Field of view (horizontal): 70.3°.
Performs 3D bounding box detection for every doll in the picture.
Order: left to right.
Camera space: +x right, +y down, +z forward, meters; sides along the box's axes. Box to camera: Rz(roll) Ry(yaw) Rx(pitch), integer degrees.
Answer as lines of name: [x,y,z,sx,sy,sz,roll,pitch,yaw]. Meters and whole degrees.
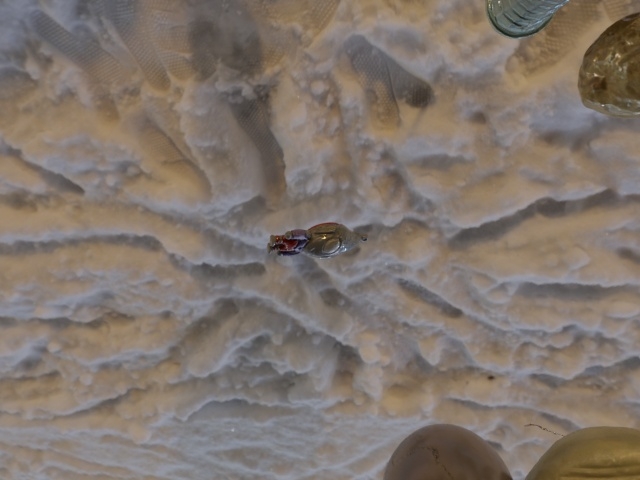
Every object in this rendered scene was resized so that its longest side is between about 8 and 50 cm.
doll: [0.000,0.000,0.967,0.227,0.075,0.102,-2,152,-22]

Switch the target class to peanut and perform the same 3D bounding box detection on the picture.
peanut: [0.450,-0.245,0.643,0.109,0.141,0.159,3,150,-43]

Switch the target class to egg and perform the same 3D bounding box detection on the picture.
egg: [0.142,0.285,0.505,0.146,0.198,0.146,0,89,12]

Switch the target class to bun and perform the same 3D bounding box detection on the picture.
bun: [0.337,0.312,0.515,0.222,0.127,0.222,2,94,28]

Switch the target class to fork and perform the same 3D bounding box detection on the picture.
fork: [0.499,0.418,0.999,0.115,0.012,0.016,17,170,-4]

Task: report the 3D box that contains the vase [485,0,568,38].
vase: [0.391,-0.439,0.762,0.143,0.299,0.143,1,105,3]
